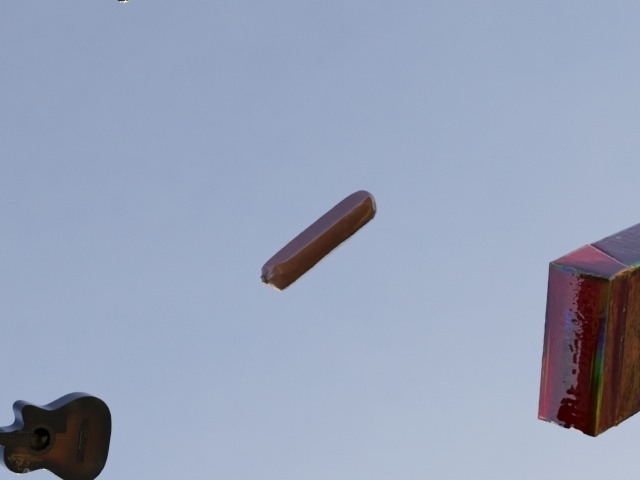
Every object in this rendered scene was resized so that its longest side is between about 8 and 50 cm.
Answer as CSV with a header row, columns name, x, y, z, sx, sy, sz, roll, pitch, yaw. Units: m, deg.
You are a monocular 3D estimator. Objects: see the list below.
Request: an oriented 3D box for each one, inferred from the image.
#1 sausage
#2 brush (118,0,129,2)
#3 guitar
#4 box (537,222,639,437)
name,x,y,z,sx,sy,sz,roll,pitch,yaw
sausage,0.000,0.000,1.592,0.147,0.035,0.030,-40,-47,-36
brush,-0.110,-0.293,1.501,0.036,0.043,0.248,6,-39,-47
guitar,-0.304,0.186,1.703,0.233,0.025,0.088,5,-85,-35
box,0.376,0.090,2.132,0.313,0.089,0.197,-20,-61,-50
